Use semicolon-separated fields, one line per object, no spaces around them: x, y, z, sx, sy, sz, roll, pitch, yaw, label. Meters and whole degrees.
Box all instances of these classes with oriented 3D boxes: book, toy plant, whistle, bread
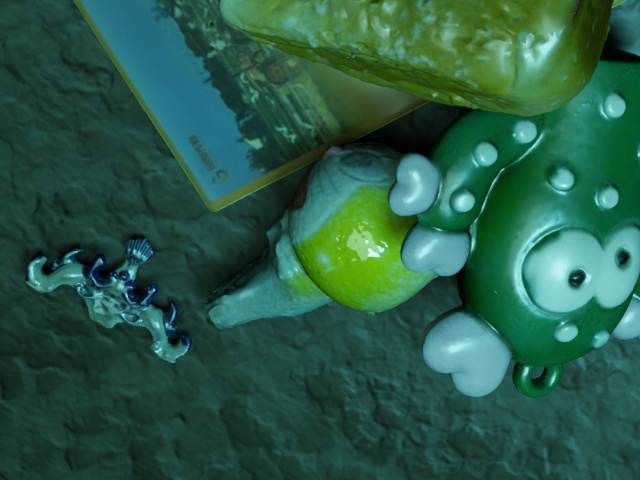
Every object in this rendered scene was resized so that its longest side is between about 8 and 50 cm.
0.013;-0.204;1.110;0.374;0.028;0.262;-26;109;20;book
0.157;-0.007;1.106;0.232;0.112;0.243;-26;119;-19;toy plant
0.000;0.000;1.167;0.223;0.123;0.123;-25;107;32;whistle
0.062;-0.188;0.999;0.246;0.176;0.196;17;92;15;bread

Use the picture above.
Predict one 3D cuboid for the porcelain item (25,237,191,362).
-0.147;0.030;1.240;0.136;0.021;0.075;29;108;-5;porcelain item
